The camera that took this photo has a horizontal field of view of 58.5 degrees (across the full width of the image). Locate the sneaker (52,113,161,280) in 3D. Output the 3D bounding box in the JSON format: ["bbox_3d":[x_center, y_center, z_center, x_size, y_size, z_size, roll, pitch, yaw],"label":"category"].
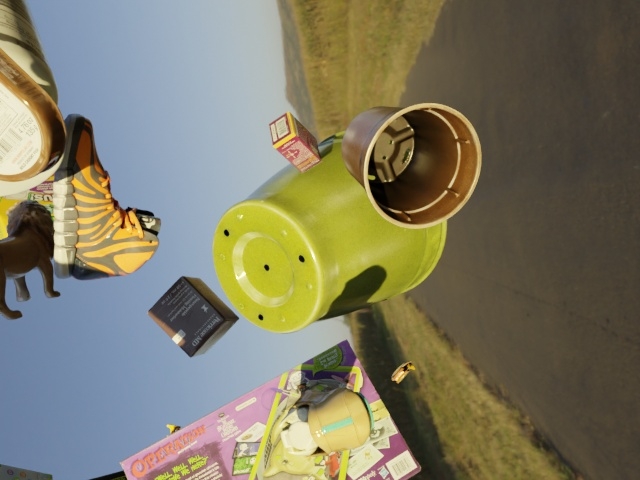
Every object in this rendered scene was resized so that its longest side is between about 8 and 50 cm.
[{"bbox_3d":[-0.376,-0.069,1.020,0.124,0.180,0.321,-115,34,-49],"label":"sneaker"}]

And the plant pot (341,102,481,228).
[{"bbox_3d":[0.112,-0.120,0.816,0.165,0.167,0.166,-132,28,-64],"label":"plant pot"}]

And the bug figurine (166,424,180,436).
[{"bbox_3d":[-0.277,0.558,1.556,0.216,0.279,0.072,39,-125,-59],"label":"bug figurine"}]

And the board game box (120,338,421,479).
[{"bbox_3d":[-0.063,0.306,0.775,0.208,0.347,0.056,61,165,13],"label":"board game box"}]

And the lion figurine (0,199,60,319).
[{"bbox_3d":[-0.714,0.045,1.295,0.392,0.142,0.240,-99,4,-79],"label":"lion figurine"}]

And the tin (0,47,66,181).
[{"bbox_3d":[-0.335,-0.139,0.549,0.189,0.106,0.040,46,-161,-15],"label":"tin"}]

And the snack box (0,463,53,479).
[{"bbox_3d":[-0.785,0.627,1.369,0.207,0.174,0.070,38,-173,-40],"label":"snack box"}]

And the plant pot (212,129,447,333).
[{"bbox_3d":[0.000,0.000,1.077,0.353,0.367,0.366,-29,-67,-51],"label":"plant pot"}]

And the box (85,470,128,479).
[{"bbox_3d":[-0.458,0.522,1.125,0.045,0.191,0.184,56,-168,23],"label":"box"}]

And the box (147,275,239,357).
[{"bbox_3d":[-0.405,0.241,1.836,0.203,0.168,0.167,43,179,9],"label":"box"}]

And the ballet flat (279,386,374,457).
[{"bbox_3d":[-0.012,0.211,0.655,0.080,0.073,0.232,66,157,17],"label":"ballet flat"}]

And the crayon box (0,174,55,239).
[{"bbox_3d":[-0.907,-0.109,1.919,0.313,0.363,0.106,45,127,30],"label":"crayon box"}]

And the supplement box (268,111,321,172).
[{"bbox_3d":[-0.040,-0.158,0.923,0.083,0.043,0.055,39,-151,-45],"label":"supplement box"}]

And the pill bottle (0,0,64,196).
[{"bbox_3d":[-0.501,-0.254,0.816,0.204,0.204,0.361,72,172,-67],"label":"pill bottle"}]

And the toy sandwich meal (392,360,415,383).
[{"bbox_3d":[0.235,0.374,1.611,0.029,0.086,0.085,45,166,26],"label":"toy sandwich meal"}]
